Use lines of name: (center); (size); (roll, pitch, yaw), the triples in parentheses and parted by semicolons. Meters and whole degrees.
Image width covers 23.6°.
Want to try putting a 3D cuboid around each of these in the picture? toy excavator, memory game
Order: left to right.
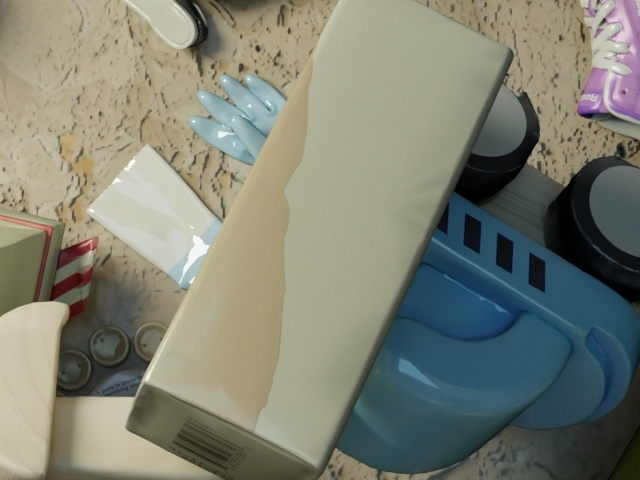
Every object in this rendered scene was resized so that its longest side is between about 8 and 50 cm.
memory game: (-0.160, 0.161, 1.323); (0.186, 0.012, 0.186); (0, 82, -1)
toy excavator: (0.012, 0.075, 1.134); (0.433, 0.222, 0.445); (31, 55, -3)

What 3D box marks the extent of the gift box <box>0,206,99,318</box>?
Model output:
gift box: (-0.335, 0.059, 1.204); (0.255, 0.258, 0.276); (18, 96, 2)

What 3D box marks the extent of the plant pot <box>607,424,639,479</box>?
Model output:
plant pot: (0.343, 0.281, 1.178); (0.366, 0.366, 0.353); (40, 94, 4)

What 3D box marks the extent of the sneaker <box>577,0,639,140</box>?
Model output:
sneaker: (0.258, -0.197, 1.346); (0.161, 0.102, 0.282); (-43, 86, -4)

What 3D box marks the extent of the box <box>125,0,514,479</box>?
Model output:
box: (0.000, 0.000, 0.994); (0.121, 0.148, 0.311); (27, 67, -2)

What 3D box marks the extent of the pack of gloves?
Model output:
pack of gloves: (-0.057, -0.024, 1.336); (0.232, 0.046, 0.195); (42, 82, 4)

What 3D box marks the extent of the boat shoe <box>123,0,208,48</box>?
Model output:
boat shoe: (-0.147, -0.223, 1.364); (0.125, 0.038, 0.046); (47, 114, 8)
